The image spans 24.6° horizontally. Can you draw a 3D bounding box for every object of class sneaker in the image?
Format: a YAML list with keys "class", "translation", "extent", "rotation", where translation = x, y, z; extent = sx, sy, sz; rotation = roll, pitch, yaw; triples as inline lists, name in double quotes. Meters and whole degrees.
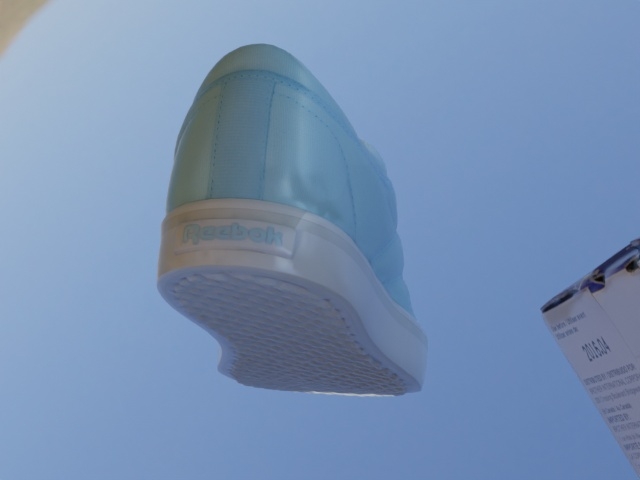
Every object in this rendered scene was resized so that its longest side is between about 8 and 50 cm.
- class: "sneaker"
  translation: [0.000, 0.000, 0.854]
  extent: [0.366, 0.135, 0.150]
  rotation: [75, 22, -73]

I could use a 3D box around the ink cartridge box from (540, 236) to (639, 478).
- class: "ink cartridge box"
  translation: [0.255, 0.091, 0.661]
  extent: [0.151, 0.395, 0.270]
  rotation: [-31, 174, -12]
